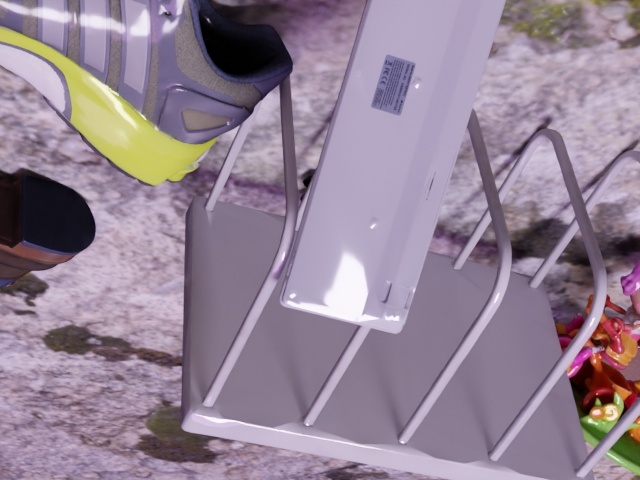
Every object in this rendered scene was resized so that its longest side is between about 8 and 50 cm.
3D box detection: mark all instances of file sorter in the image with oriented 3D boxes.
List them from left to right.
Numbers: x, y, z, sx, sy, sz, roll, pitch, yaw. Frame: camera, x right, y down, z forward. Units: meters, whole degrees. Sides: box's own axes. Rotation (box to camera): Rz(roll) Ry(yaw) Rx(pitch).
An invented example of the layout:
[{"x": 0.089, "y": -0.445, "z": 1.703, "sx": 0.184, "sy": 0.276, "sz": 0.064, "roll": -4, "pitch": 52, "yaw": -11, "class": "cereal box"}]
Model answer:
[{"x": 0.069, "y": 0.019, "z": 0.811, "sx": 0.277, "sy": 0.193, "sz": 0.173, "roll": 13, "pitch": 131, "yaw": -17, "class": "file sorter"}]

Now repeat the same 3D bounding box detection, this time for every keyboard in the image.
[{"x": 0.047, "y": -0.079, "z": 0.665, "sx": 0.072, "sy": 0.256, "sz": 0.014, "roll": 16, "pitch": -174, "yaw": -11, "class": "keyboard"}]

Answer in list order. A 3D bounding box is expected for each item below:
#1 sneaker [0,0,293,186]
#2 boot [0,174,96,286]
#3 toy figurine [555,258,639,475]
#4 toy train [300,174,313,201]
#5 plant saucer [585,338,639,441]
[{"x": -0.134, "y": -0.147, "z": 0.689, "sx": 0.121, "sy": 0.111, "sz": 0.300, "roll": -30, "pitch": 139, "yaw": 23, "class": "sneaker"}, {"x": -0.283, "y": -0.018, "z": 0.912, "sx": 0.219, "sy": 0.082, "sz": 0.106, "roll": 25, "pitch": 140, "yaw": -33, "class": "boot"}, {"x": 0.244, "y": 0.071, "z": 0.962, "sx": 0.173, "sy": 0.130, "sz": 0.159, "roll": 29, "pitch": 108, "yaw": -17, "class": "toy figurine"}, {"x": 0.000, "y": 0.000, "z": 0.963, "sx": 0.036, "sy": 0.027, "sz": 0.158, "roll": -4, "pitch": 148, "yaw": -9, "class": "toy train"}, {"x": 0.265, "y": 0.125, "z": 1.123, "sx": 0.198, "sy": 0.036, "sz": 0.198, "roll": 3, "pitch": 149, "yaw": 2, "class": "plant saucer"}]
